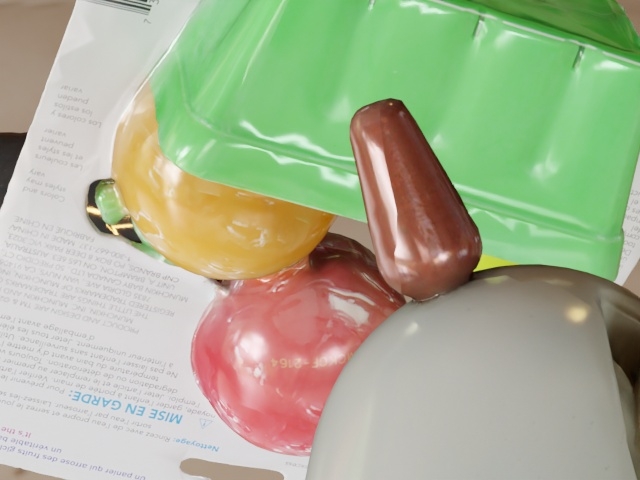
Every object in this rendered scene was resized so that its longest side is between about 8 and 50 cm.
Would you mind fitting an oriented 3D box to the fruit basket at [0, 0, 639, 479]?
[{"bbox_3d":[0.000,0.000,0.945,0.327,0.353,0.165,14,36,-18],"label":"fruit basket"}]

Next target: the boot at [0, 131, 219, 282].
[{"bbox_3d":[-0.275,-0.060,1.269,0.445,0.367,0.146,0,-14,13],"label":"boot"}]

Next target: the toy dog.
[{"bbox_3d":[0.007,0.089,0.403,0.220,0.161,0.334,-27,18,24],"label":"toy dog"}]
